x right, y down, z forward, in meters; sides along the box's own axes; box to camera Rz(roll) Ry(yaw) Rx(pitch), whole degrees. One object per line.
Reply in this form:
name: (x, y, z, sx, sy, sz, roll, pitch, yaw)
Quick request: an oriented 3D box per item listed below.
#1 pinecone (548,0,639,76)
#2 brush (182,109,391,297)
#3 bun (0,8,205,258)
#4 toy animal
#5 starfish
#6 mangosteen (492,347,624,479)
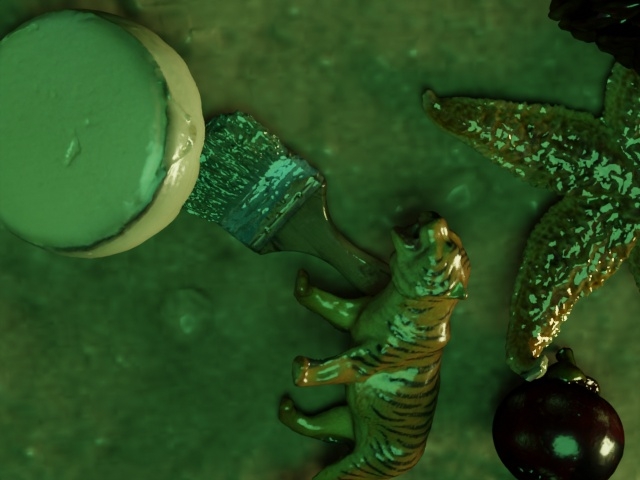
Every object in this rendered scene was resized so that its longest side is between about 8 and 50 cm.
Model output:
pinecone: (0.245, -0.195, 0.930, 0.246, 0.246, 0.292, 21, 92, -12)
brush: (0.000, 0.000, 1.089, 0.196, 0.021, 0.070, 37, 107, -18)
bun: (-0.121, -0.058, 1.021, 0.138, 0.094, 0.138, 0, 90, 22)
toy animal: (0.028, 0.088, 1.099, 0.099, 0.056, 0.241, 3, 123, -5)
starfish: (0.201, -0.010, 1.088, 0.295, 0.048, 0.231, 1, 101, -8)
mangosteen: (0.146, 0.116, 1.119, 0.081, 0.081, 0.081, -2, 112, -4)
